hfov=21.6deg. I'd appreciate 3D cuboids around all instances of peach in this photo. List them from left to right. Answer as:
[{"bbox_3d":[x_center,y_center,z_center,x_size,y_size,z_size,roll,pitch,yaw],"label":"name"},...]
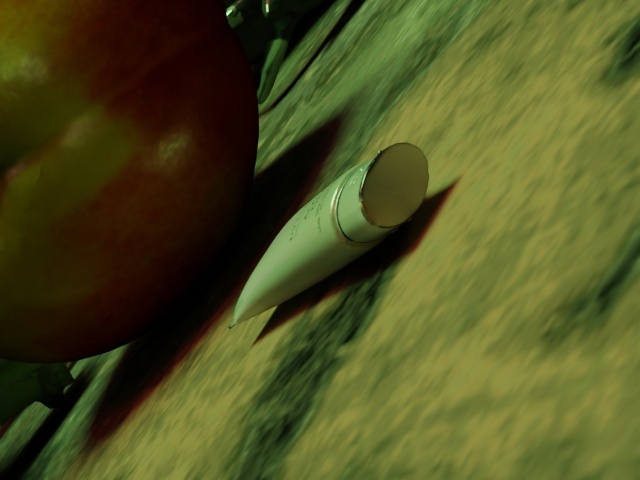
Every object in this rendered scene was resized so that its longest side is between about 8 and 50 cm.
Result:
[{"bbox_3d":[-0.111,-0.049,0.691,0.190,0.190,0.192,-47,10,28],"label":"peach"}]

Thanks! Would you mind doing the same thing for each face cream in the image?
[{"bbox_3d":[0.000,0.000,0.480,0.038,0.020,0.115,-58,8,-23],"label":"face cream"}]

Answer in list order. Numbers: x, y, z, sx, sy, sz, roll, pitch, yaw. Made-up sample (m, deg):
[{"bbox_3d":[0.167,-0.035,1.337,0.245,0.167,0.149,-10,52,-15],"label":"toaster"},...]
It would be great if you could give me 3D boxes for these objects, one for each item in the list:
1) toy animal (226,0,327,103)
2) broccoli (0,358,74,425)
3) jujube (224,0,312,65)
[{"bbox_3d":[0.012,-0.167,0.834,0.269,0.082,0.137,-55,7,12],"label":"toy animal"},{"bbox_3d":[-0.272,0.086,0.795,0.260,0.235,0.288,-55,22,-2],"label":"broccoli"},{"bbox_3d":[-0.060,-0.237,1.019,0.317,0.226,0.226,-50,10,28],"label":"jujube"}]
